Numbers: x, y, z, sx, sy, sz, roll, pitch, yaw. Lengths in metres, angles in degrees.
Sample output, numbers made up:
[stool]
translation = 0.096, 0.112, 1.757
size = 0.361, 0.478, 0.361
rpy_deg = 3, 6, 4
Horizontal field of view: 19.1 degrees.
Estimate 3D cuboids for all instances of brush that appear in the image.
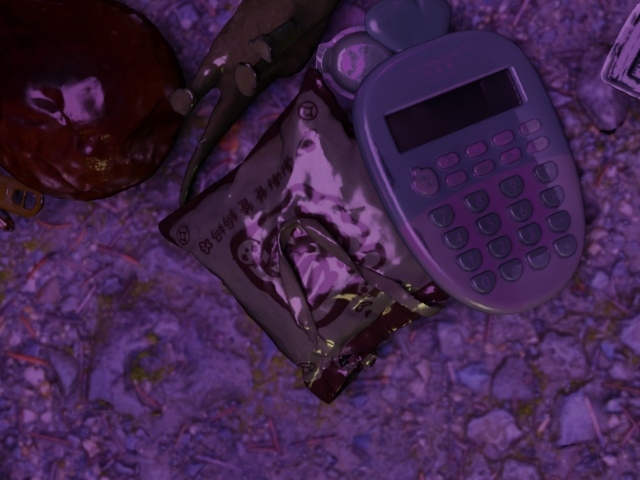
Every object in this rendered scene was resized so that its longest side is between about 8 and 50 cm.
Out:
[brush]
translation = -0.355, -0.061, 1.836
size = 0.218, 0.010, 0.083
rpy_deg = 18, 98, 26

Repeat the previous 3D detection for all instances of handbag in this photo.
[handbag]
translation = 0.000, 0.000, 1.699
size = 0.213, 0.127, 0.235
rpy_deg = -43, 93, 15

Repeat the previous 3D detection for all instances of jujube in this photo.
[jujube]
translation = -0.247, -0.147, 1.750
size = 0.255, 0.190, 0.190
rpy_deg = 35, 101, 30

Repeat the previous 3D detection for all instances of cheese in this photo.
[cheese]
translation = 0.055, -0.157, 1.706
size = 0.120, 0.026, 0.067
rpy_deg = 4, 96, -13

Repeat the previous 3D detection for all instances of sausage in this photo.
[sausage]
translation = -0.332, -0.043, 1.847
size = 0.100, 0.015, 0.015
rpy_deg = 44, 103, 10

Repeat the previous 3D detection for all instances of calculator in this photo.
[calculator]
translation = 0.126, -0.079, 1.655
size = 0.185, 0.041, 0.299
rpy_deg = -24, 86, -22

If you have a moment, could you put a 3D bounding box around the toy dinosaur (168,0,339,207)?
[toy dinosaur]
translation = -0.007, -0.232, 1.727
size = 0.087, 0.301, 0.447
rpy_deg = 37, 132, 6

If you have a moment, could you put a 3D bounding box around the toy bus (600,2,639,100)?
[toy bus]
translation = 0.370, -0.107, 1.596
size = 0.268, 0.106, 0.092
rpy_deg = 29, 99, 11
